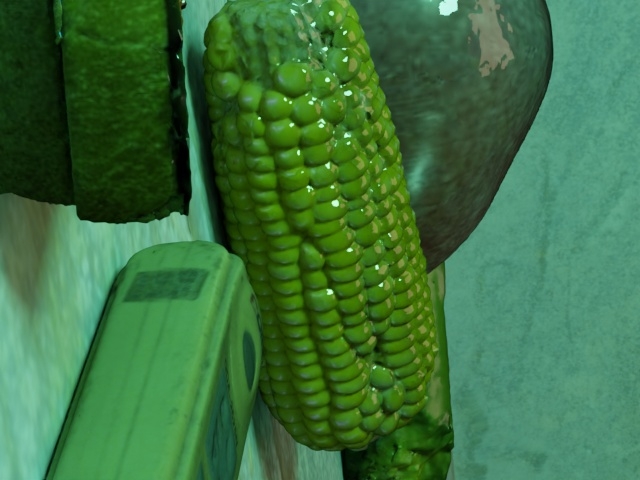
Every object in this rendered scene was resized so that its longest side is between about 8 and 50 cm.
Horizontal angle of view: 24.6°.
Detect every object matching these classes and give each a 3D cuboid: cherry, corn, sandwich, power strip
[{"bbox_3d":[0.060,-0.118,1.104,0.261,0.221,0.307,-19,118,-74],"label":"cherry"},{"bbox_3d":[0.000,0.000,0.933,0.130,0.130,0.347,-83,163,-55],"label":"corn"},{"bbox_3d":[-0.092,-0.134,0.538,0.159,0.079,0.235,-104,-170,-73],"label":"sandwich"},{"bbox_3d":[-0.069,0.114,0.573,0.387,0.066,0.092,-83,169,-57],"label":"power strip"}]

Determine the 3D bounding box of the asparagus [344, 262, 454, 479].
[{"bbox_3d":[0.069,0.114,1.393,0.108,0.128,0.382,-7,95,-46],"label":"asparagus"}]
